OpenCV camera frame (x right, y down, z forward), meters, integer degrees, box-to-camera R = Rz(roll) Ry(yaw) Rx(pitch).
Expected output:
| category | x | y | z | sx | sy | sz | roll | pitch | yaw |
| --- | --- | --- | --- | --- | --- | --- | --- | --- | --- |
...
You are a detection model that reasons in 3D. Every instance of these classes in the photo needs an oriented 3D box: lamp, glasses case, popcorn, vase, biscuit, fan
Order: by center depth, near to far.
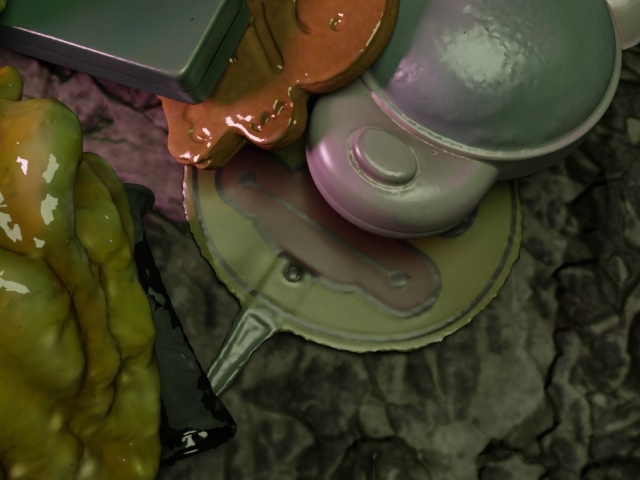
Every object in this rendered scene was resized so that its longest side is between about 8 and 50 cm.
| category | x | y | z | sx | sy | sz | roll | pitch | yaw |
| --- | --- | --- | --- | --- | --- | --- | --- | --- | --- |
| popcorn | -0.219 | 0.062 | 0.731 | 0.290 | 0.325 | 0.321 | -25 | 83 | 2 |
| vase | -0.103 | 0.048 | 0.873 | 0.059 | 0.059 | 0.167 | -18 | 69 | -11 |
| biscuit | -0.029 | -0.119 | 0.907 | 0.184 | 0.027 | 0.133 | -21 | 58 | 24 |
| lamp | 0.090 | -0.111 | 0.917 | 0.179 | 0.108 | 0.246 | 35 | 71 | 12 |
| glasses case | -0.140 | -0.147 | 0.918 | 0.184 | 0.039 | 0.077 | 19 | 72 | 23 |
| fan | 0.000 | 0.000 | 0.931 | 0.230 | 0.011 | 0.335 | 32 | 72 | 6 |

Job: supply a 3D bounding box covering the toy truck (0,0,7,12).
| category | x | y | z | sx | sy | sz | roll | pitch | yaw |
| --- | --- | --- | --- | --- | --- | --- | --- | --- | --- |
| toy truck | -0.274 | -0.161 | 0.898 | 0.169 | 0.077 | 0.100 | -5 | 64 | 16 |
